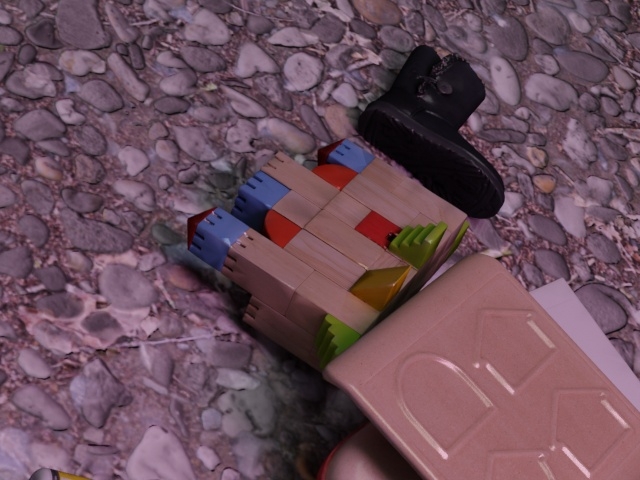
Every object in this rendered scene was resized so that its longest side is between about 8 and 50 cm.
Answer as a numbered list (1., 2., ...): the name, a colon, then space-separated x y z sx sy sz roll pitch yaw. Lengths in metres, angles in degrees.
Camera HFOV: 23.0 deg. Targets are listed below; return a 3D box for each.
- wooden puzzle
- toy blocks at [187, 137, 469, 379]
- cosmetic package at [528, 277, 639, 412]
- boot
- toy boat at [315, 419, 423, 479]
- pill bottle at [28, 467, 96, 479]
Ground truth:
1. wooden puzzle: 0.203 0.206 1.771 0.348 0.080 0.322 44 44 11
2. toy blocks: 0.000 0.000 1.977 0.261 0.190 0.381 34 44 12
3. cosmetic package: 0.307 0.258 1.951 0.217 0.156 0.385 -21 69 -40
4. boot: 0.197 -0.166 2.271 0.246 0.094 0.207 36 47 6
5. toy boat: 0.081 0.282 1.791 0.231 0.151 0.151 -29 78 -44
6. pill bottle: -0.218 0.304 1.618 0.184 0.103 0.103 18 47 -19
